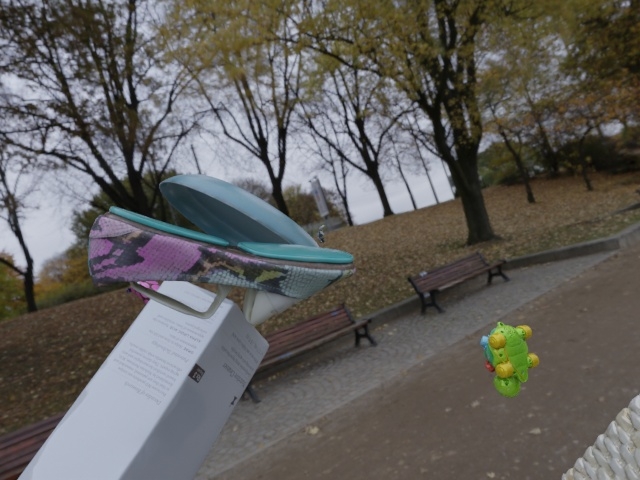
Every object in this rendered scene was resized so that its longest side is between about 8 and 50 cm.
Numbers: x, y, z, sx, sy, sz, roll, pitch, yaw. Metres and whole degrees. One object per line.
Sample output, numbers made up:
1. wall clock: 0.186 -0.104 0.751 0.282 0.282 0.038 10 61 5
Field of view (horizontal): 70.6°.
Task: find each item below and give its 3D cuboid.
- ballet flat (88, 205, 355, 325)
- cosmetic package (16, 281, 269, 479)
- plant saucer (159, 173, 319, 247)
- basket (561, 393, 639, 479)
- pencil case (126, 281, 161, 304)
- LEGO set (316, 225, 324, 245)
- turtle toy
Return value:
1. ballet flat: -0.078 0.030 0.387 0.222 0.079 0.077 11 3 -23
2. cosmetic package: -0.267 0.281 0.755 0.156 0.384 0.217 17 -27 23
3. plant saucer: -0.117 -0.018 0.758 0.043 0.318 0.317 -60 8 -15
4. basket: 0.602 0.424 0.655 0.328 0.267 0.331 -60 -1 15
5. pencil case: -0.552 0.195 1.519 0.095 0.209 0.098 -44 -30 -27
6. LEGO set: 0.000 0.002 1.161 0.024 0.083 0.054 -1 4 3
7. turtle toy: 0.321 0.206 0.783 0.095 0.130 0.066 -5 -9 -30
